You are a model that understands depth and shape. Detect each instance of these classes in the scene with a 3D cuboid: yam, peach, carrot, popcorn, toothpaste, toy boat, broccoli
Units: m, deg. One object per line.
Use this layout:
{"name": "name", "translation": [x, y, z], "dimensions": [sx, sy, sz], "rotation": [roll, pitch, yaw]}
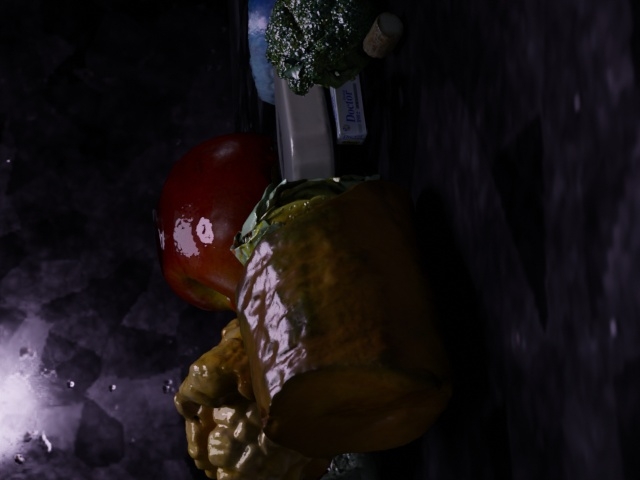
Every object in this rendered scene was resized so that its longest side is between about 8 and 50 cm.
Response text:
{"name": "yam", "translation": [0.083, -0.268, 1.631], "dimensions": [0.094, 0.043, 0.043], "rotation": [129, 139, -74]}
{"name": "peach", "translation": [-0.195, -0.028, 2.611], "dimensions": [0.335, 0.310, 0.405], "rotation": [108, 158, -74]}
{"name": "carrot", "translation": [0.026, 0.092, 1.445], "dimensions": [0.340, 0.242, 0.241], "rotation": [-102, 14, -45]}
{"name": "popcorn", "translation": [-0.079, 0.212, 1.671], "dimensions": [0.264, 0.225, 0.332], "rotation": [-67, -23, -6]}
{"name": "toothpaste", "translation": [0.040, -0.223, 1.900], "dimensions": [0.034, 0.046, 0.164], "rotation": [112, 156, -60]}
{"name": "toy boat", "translation": [-0.066, -0.389, 2.427], "dimensions": [0.330, 0.123, 0.215], "rotation": [81, -168, -71]}
{"name": "broccoli", "translation": [0.005, -0.297, 1.791], "dimensions": [0.156, 0.195, 0.195], "rotation": [55, -177, -21]}

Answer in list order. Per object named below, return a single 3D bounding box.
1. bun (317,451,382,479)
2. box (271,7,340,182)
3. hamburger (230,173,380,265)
{"name": "bun", "translation": [0.031, 0.353, 1.813], "dimensions": [0.204, 0.127, 0.212], "rotation": [41, -132, -66]}
{"name": "box", "translation": [-0.023, -0.154, 2.090], "dimensions": [0.373, 0.091, 0.367], "rotation": [87, 176, -50]}
{"name": "hamburger", "translation": [0.002, -0.002, 1.771], "dimensions": [0.214, 0.235, 0.125], "rotation": [57, -176, -34]}
